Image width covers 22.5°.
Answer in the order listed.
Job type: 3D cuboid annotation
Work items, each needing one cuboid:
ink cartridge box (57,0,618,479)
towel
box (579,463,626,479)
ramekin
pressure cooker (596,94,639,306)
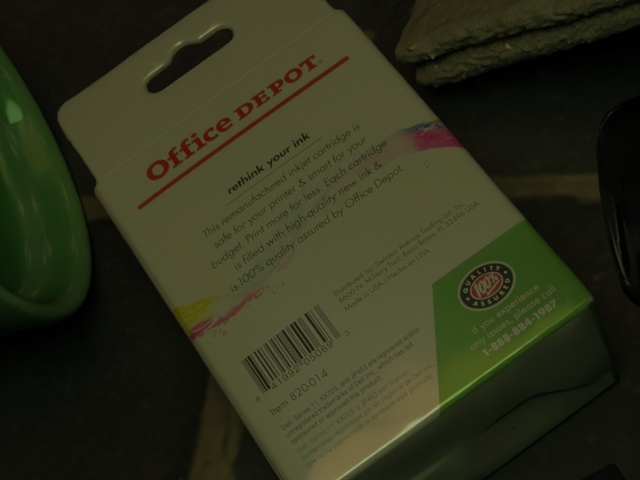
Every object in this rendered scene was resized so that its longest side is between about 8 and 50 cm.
[{"bbox_3d":[0.000,0.000,1.027,0.207,0.119,0.353,-35,56,-1],"label":"ink cartridge box"},{"bbox_3d":[0.184,-0.198,1.051,0.282,0.049,0.187,-11,44,43],"label":"towel"},{"bbox_3d":[0.107,0.239,0.830,0.207,0.108,0.153,-28,42,-2],"label":"box"},{"bbox_3d":[-0.297,-0.050,1.066,0.148,0.303,0.303,-29,55,12],"label":"ramekin"},{"bbox_3d":[0.345,-0.022,0.637,0.375,0.420,0.370,36,80,31],"label":"pressure cooker"}]
